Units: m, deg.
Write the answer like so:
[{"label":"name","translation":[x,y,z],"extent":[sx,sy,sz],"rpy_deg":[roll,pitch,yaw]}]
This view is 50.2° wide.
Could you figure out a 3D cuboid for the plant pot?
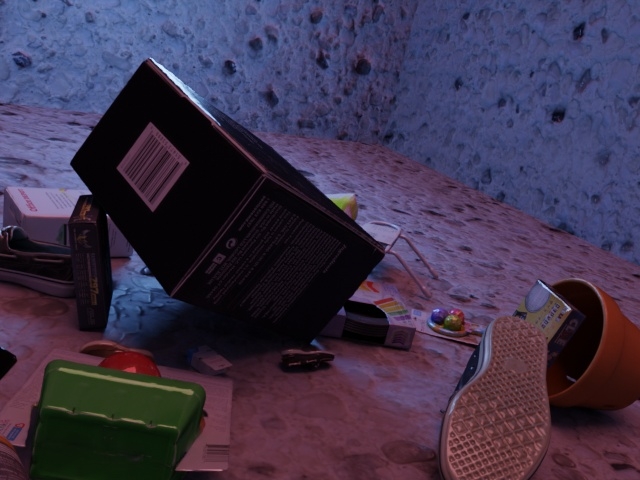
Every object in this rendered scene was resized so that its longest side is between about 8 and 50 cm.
[{"label":"plant pot","translation":[0.602,0.255,1.547],"extent":[0.203,0.291,0.291],"rpy_deg":[25,14,-19]}]

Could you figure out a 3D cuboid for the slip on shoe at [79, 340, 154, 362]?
[{"label":"slip on shoe","translation":[-0.374,0.220,1.254],"extent":[0.135,0.051,0.041],"rpy_deg":[15,29,-16]}]

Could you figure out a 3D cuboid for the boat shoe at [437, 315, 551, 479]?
[{"label":"boat shoe","translation":[0.330,0.328,1.299],"extent":[0.186,0.156,0.500],"rpy_deg":[23,31,11]}]

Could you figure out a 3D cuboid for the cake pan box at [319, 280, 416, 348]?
[{"label":"cake pan box","translation":[0.092,0.172,1.705],"extent":[0.245,0.070,0.267],"rpy_deg":[9,19,-7]}]

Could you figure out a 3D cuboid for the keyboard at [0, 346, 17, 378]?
[{"label":"keyboard","translation":[-0.588,0.224,1.125],"extent":[0.100,0.038,0.192],"rpy_deg":[36,15,-8]}]

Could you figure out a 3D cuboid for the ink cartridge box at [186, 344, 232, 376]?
[{"label":"ink cartridge box","translation":[-0.217,0.239,1.334],"extent":[0.083,0.028,0.048],"rpy_deg":[27,23,35]}]

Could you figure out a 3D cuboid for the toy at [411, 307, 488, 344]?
[{"label":"toy","translation":[0.358,0.214,1.791],"extent":[0.237,0.056,0.137],"rpy_deg":[16,17,6]}]

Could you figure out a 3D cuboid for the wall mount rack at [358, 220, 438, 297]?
[{"label":"wall mount rack","translation":[0.211,0.049,2.075],"extent":[0.304,0.131,0.350],"rpy_deg":[14,18,12]}]

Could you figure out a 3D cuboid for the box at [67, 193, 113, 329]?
[{"label":"box","translation":[-0.469,0.041,1.406],"extent":[0.059,0.233,0.183],"rpy_deg":[-3,21,-10]}]

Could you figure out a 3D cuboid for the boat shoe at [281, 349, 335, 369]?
[{"label":"boat shoe","translation":[-0.024,0.251,1.430],"extent":[0.125,0.038,0.046],"rpy_deg":[8,-23,-33]}]

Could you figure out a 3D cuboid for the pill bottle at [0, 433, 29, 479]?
[{"label":"pill bottle","translation":[-0.372,0.336,0.727],"extent":[0.162,0.162,0.278],"rpy_deg":[-1,23,-39]}]

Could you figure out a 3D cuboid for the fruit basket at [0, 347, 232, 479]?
[{"label":"fruit basket","translation":[-0.303,0.265,1.071],"extent":[0.327,0.166,0.353],"rpy_deg":[12,3,-9]}]

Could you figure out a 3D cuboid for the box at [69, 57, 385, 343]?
[{"label":"box","translation":[-0.191,-0.071,1.473],"extent":[0.480,0.297,0.471],"rpy_deg":[44,9,36]}]

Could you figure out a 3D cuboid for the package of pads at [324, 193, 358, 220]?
[{"label":"package of pads","translation":[-0.005,-0.082,2.238],"extent":[0.229,0.101,0.296],"rpy_deg":[-1,16,12]}]

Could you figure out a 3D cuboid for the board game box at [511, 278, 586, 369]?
[{"label":"board game box","translation":[0.473,0.226,1.544],"extent":[0.042,0.243,0.165],"rpy_deg":[27,15,-18]}]

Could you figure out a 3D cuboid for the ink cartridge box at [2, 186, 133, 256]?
[{"label":"ink cartridge box","translation":[-0.633,-0.046,1.723],"extent":[0.278,0.117,0.201],"rpy_deg":[0,23,-37]}]

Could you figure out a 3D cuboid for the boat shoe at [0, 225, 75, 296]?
[{"label":"boat shoe","translation":[-0.670,0.022,1.494],"extent":[0.335,0.119,0.121],"rpy_deg":[14,18,-1]}]
